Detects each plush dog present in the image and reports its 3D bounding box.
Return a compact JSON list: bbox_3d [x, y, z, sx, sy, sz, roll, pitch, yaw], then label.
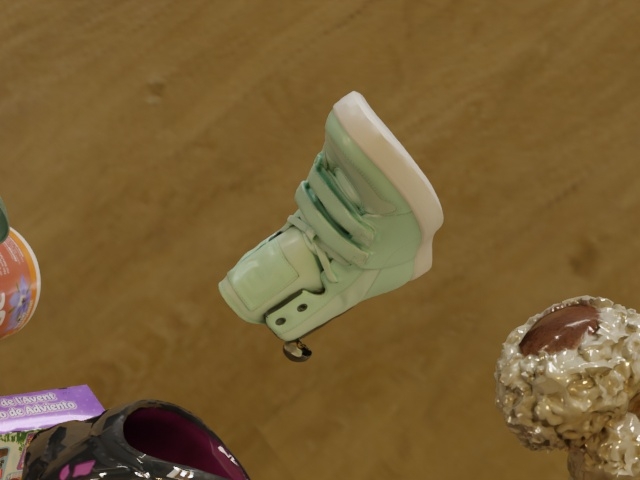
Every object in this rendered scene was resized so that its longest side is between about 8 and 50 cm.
[{"bbox_3d":[0.224,0.178,1.112,0.262,0.210,0.225,6,54,12],"label":"plush dog"}]

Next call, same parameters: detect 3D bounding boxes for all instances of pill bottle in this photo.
[{"bbox_3d":[-0.359,0.050,1.744,0.121,0.216,0.121,3,98,22],"label":"pill bottle"}]

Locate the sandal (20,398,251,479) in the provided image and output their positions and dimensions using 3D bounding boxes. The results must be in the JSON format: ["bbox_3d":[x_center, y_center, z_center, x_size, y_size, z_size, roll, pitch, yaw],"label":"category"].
[{"bbox_3d":[-0.042,0.126,0.824,0.446,0.167,0.107,6,109,-51],"label":"sandal"}]

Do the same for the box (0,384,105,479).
[{"bbox_3d":[-0.332,0.279,1.834,0.201,0.057,0.293,-5,128,-37],"label":"box"}]

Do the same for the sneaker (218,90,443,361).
[{"bbox_3d":[0.000,0.001,1.325,0.151,0.256,0.094,-32,68,-8],"label":"sneaker"}]

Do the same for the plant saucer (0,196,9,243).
[{"bbox_3d":[-0.305,-0.038,1.558,0.119,0.119,0.021,34,57,-17],"label":"plant saucer"}]
